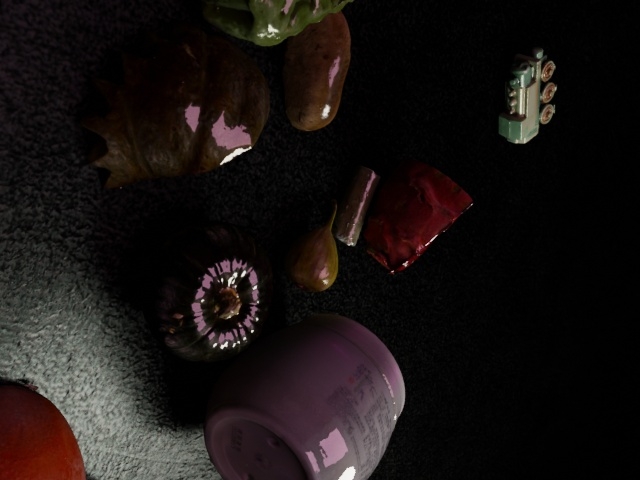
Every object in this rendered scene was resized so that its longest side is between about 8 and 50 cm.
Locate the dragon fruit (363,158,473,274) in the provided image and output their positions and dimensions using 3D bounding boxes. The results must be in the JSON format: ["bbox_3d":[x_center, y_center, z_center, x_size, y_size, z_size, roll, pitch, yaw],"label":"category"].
[{"bbox_3d":[0.147,-0.042,1.399,0.163,0.262,0.189,-14,80,-10],"label":"dragon fruit"}]

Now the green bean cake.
[{"bbox_3d":[-0.051,-0.377,0.996,0.248,0.125,0.222,-40,136,-32],"label":"green bean cake"}]

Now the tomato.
[{"bbox_3d":[-0.404,0.338,0.922,0.338,0.143,0.338,-26,128,-39],"label":"tomato"}]

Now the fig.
[{"bbox_3d":[-0.015,0.002,1.305,0.093,0.093,0.166,26,60,-54],"label":"fig"}]

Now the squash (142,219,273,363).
[{"bbox_3d":[-0.148,0.070,1.092,0.193,0.156,0.193,11,75,-48],"label":"squash"}]

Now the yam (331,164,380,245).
[{"bbox_3d":[0.058,-0.059,1.363,0.054,0.054,0.132,20,92,-54],"label":"yam"}]

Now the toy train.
[{"bbox_3d":[0.433,-0.304,1.685,0.125,0.080,0.194,-37,136,-29],"label":"toy train"}]

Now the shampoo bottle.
[{"bbox_3d":[-0.023,0.268,1.251,0.266,0.273,0.273,-38,136,-49],"label":"shampoo bottle"}]

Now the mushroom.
[{"bbox_3d":[-0.004,-0.253,1.157,0.072,0.094,0.210,-17,125,-50],"label":"mushroom"}]

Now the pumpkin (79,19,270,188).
[{"bbox_3d":[-0.161,-0.167,0.957,0.254,0.149,0.130,-52,149,-18],"label":"pumpkin"}]
